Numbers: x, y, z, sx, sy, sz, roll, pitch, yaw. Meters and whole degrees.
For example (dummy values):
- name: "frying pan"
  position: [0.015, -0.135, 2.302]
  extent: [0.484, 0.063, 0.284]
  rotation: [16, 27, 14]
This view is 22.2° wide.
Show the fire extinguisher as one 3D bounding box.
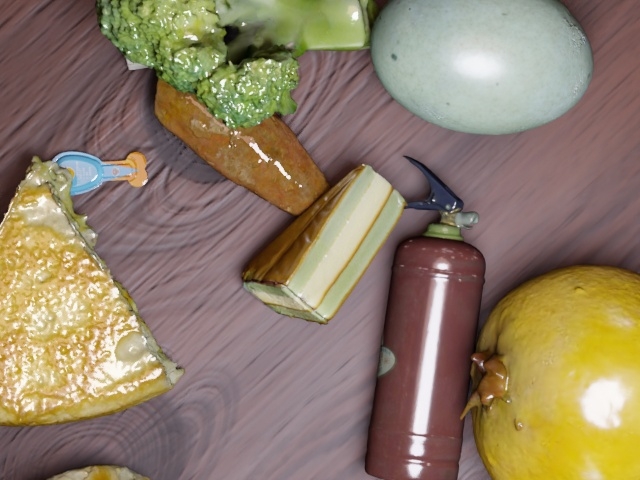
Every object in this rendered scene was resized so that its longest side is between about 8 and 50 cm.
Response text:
- name: "fire extinguisher"
  position: [0.103, 0.082, 1.748]
  extent: [0.138, 0.102, 0.344]
  rotation: [6, 88, 32]

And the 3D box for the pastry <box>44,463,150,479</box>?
- name: "pastry"
  position: [-0.227, 0.329, 1.697]
  extent: [0.182, 0.093, 0.192]
  rotation: [-5, 77, -29]

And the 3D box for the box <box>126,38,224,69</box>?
- name: "box"
  position: [-0.172, -0.291, 1.769]
  extent: [0.109, 0.029, 0.198]
  rotation: [-10, 88, -3]

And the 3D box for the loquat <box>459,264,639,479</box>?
- name: "loquat"
  position: [0.272, 0.158, 1.664]
  extent: [0.275, 0.275, 0.275]
  rotation: [0, 89, -3]

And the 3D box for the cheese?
- name: "cheese"
  position: [-0.243, -0.074, 1.767]
  extent: [0.111, 0.017, 0.047]
  rotation: [-3, 92, -3]

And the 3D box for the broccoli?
- name: "broccoli"
  position: [-0.074, -0.242, 1.645]
  extent: [0.302, 0.186, 0.254]
  rotation: [20, 52, -4]

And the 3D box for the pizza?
- name: "pizza"
  position: [-0.281, 0.055, 1.739]
  extent: [0.280, 0.075, 0.288]
  rotation: [2, 87, -7]

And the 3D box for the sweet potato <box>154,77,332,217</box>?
- name: "sweet potato"
  position: [-0.076, -0.104, 1.746]
  extent: [0.251, 0.097, 0.097]
  rotation: [42, 87, -8]

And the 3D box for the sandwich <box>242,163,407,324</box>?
- name: "sandwich"
  position: [0.000, 0.000, 1.738]
  extent: [0.079, 0.113, 0.163]
  rotation: [40, 73, -26]

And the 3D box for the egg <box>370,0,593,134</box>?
- name: "egg"
  position: [0.169, -0.196, 1.714]
  extent: [0.236, 0.169, 0.169]
  rotation: [6, 89, -7]
